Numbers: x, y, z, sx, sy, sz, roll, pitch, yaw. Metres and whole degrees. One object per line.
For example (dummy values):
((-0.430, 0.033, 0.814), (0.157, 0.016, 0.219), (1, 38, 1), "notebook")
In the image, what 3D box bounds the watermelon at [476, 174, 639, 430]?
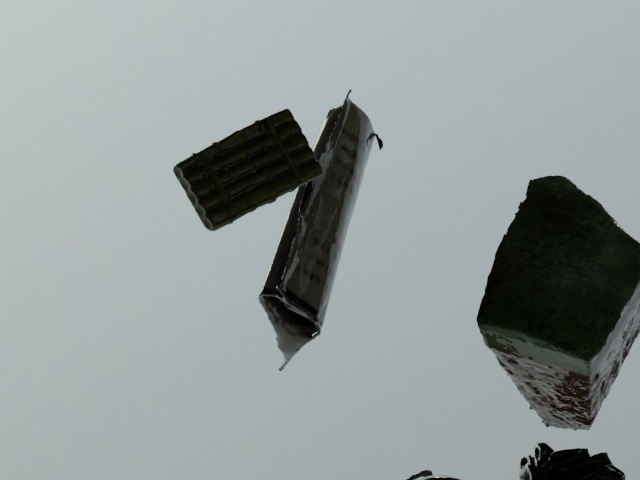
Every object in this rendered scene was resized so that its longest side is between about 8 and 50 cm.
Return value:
((0.234, 0.081, 1.592), (0.140, 0.257, 0.193), (17, -121, 23), "watermelon")

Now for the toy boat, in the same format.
((-0.055, -0.056, 1.356), (0.115, 0.063, 0.016), (-30, -179, -33), "toy boat")

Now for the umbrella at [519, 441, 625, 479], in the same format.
((0.244, 0.312, 1.699), (0.110, 0.272, 0.122), (-22, -133, -13), "umbrella")

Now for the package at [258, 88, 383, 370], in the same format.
((0.000, 0.000, 1.617), (0.062, 0.251, 0.204), (17, -110, 5), "package")

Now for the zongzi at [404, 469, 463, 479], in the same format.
((0.185, 0.189, 1.123), (0.241, 0.111, 0.247), (-44, -111, -9), "zongzi")
